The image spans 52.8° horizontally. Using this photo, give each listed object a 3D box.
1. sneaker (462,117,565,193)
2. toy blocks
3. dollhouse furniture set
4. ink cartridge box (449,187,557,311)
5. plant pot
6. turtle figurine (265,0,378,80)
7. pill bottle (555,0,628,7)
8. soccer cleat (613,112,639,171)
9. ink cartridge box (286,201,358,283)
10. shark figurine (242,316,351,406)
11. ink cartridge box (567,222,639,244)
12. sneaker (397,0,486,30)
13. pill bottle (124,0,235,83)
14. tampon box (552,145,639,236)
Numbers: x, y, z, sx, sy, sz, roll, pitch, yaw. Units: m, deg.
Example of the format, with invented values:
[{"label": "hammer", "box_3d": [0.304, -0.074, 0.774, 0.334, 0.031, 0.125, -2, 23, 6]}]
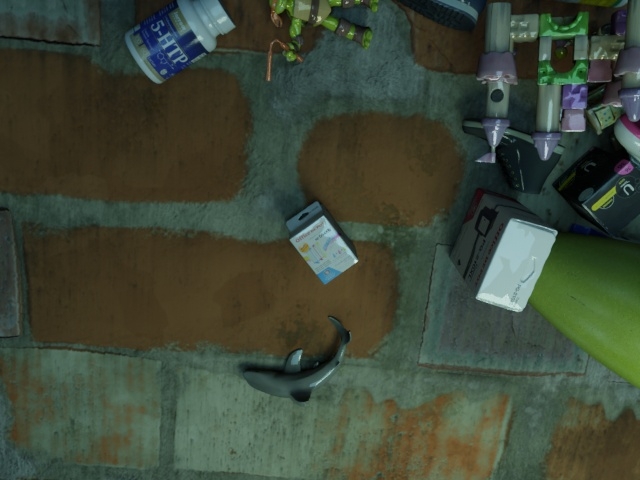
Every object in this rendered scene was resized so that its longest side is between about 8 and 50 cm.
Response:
[{"label": "sneaker", "box_3d": [0.380, -0.170, 1.319, 0.221, 0.083, 0.118, 17, 107, -8]}, {"label": "toy blocks", "box_3d": [0.431, -0.271, 1.164, 0.288, 0.309, 0.260, 2, 99, 15]}, {"label": "dollhouse furniture set", "box_3d": [0.570, -0.217, 1.294, 0.181, 0.101, 0.161, -29, 115, 16]}, {"label": "ink cartridge box", "box_3d": [0.357, 0.012, 1.297, 0.100, 0.237, 0.172, 16, 107, -7]}, {"label": "plant pot", "box_3d": [0.554, 0.101, 1.283, 0.293, 0.274, 0.275, 27, 107, 16]}, {"label": "turtle figurine", "box_3d": [-0.008, -0.424, 1.220, 0.217, 0.087, 0.270, 7, 99, -12]}, {"label": "pill bottle", "box_3d": [0.470, -0.502, 1.195, 0.208, 0.118, 0.118, 4, 108, -4]}, {"label": "soccer cleat", "box_3d": [0.665, -0.151, 1.266, 0.331, 0.116, 0.143, 10, 135, -32]}, {"label": "ink cartridge box", "box_3d": [0.000, 0.000, 1.358, 0.092, 0.090, 0.143, -36, 106, 9]}, {"label": "shark figurine", "box_3d": [-0.018, 0.308, 1.450, 0.278, 0.116, 0.166, -31, 108, 10]}, {"label": "ink cartridge box", "box_3d": [0.686, 0.081, 1.424, 0.332, 0.065, 0.166, 13, 108, -5]}, {"label": "sneaker", "box_3d": [0.172, -0.519, 1.199, 0.318, 0.112, 0.131, 26, 89, -13]}, {"label": "pill bottle", "box_3d": [-0.260, -0.389, 1.210, 0.186, 0.112, 0.112, -30, 107, 8]}, {"label": "tampon box", "box_3d": [0.572, -0.102, 1.307, 0.101, 0.161, 0.120, 42, 102, -14]}]
